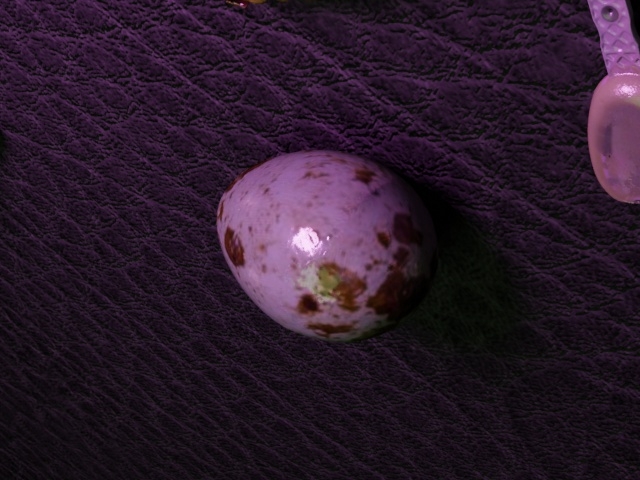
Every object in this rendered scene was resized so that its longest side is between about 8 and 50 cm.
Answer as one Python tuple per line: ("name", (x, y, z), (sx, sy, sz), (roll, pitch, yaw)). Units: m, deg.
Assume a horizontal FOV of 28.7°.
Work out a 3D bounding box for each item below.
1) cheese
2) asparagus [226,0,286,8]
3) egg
("cheese", (0.229, -0.107, 0.914), (0.097, 0.037, 0.192), (3, 132, 38))
("asparagus", (-0.008, -0.245, 0.911), (0.128, 0.108, 0.382), (43, 147, -10))
("egg", (0.000, 0.000, 1.128), (0.231, 0.169, 0.169), (24, 144, 36))
